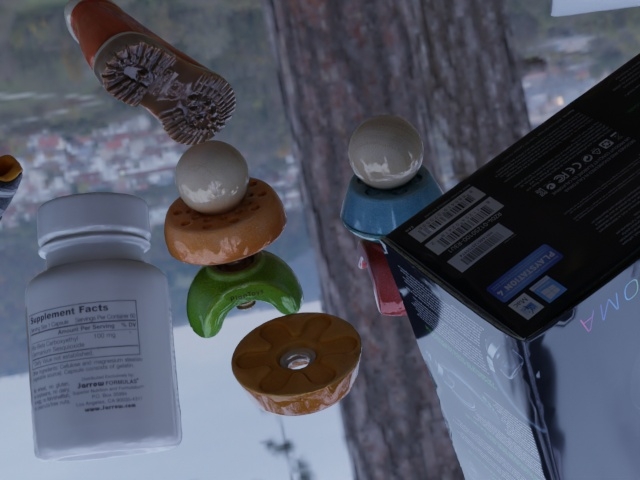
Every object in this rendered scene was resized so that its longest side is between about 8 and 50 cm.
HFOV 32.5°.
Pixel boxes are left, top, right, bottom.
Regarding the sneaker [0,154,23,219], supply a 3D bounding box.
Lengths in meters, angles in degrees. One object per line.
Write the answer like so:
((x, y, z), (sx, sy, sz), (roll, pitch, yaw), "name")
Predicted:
((-0.360, -0.077, 0.986), (0.083, 0.084, 0.215), (-49, 144, 4), "sneaker")

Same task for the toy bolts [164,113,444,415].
((0.000, 0.000, 0.865), (0.228, 0.158, 0.218), (-17, -147, -10), "toy bolts")

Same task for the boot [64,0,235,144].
((-0.122, -0.126, 0.798), (0.059, 0.084, 0.158), (-46, 150, 5), "boot")

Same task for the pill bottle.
((-0.199, 0.080, 0.994), (0.131, 0.229, 0.131), (-6, 167, -1), "pill bottle")

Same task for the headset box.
((0.201, 0.057, 0.720), (0.246, 0.283, 0.131), (-34, -138, -15), "headset box")

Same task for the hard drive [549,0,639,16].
((0.242, -0.185, 0.422), (0.307, 0.040, 0.203), (-5, 148, 9), "hard drive")
